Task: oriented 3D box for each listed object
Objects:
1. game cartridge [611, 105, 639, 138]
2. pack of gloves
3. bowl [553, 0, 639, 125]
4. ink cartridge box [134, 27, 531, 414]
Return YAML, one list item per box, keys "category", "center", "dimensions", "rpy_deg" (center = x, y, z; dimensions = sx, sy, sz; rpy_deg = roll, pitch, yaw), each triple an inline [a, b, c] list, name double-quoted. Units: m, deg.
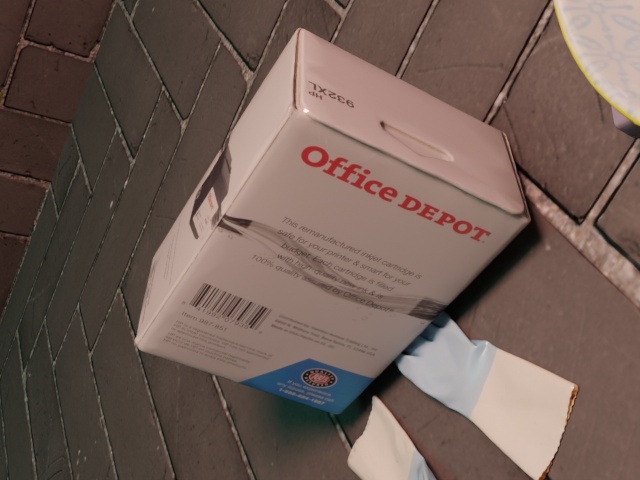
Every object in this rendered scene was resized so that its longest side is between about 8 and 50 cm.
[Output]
- category: "game cartridge"
  center: [0.282, -0.275, 0.611]
  dimensions: [0.230, 0.068, 0.355]
  rpy_deg: [-35, 51, 54]
- category: "pack of gloves"
  center: [0.097, 0.166, 0.761]
  dimensions: [0.232, 0.046, 0.195]
  rpy_deg: [31, 107, 58]
- category: "bowl"
  center: [0.265, -0.170, 0.402]
  dimensions: [0.289, 0.156, 0.289]
  rpy_deg: [-19, 68, 56]
- category: "ink cartridge box"
  center: [0.000, 0.000, 0.791]
  dimensions: [0.307, 0.223, 0.129]
  rpy_deg: [-52, 25, 36]
